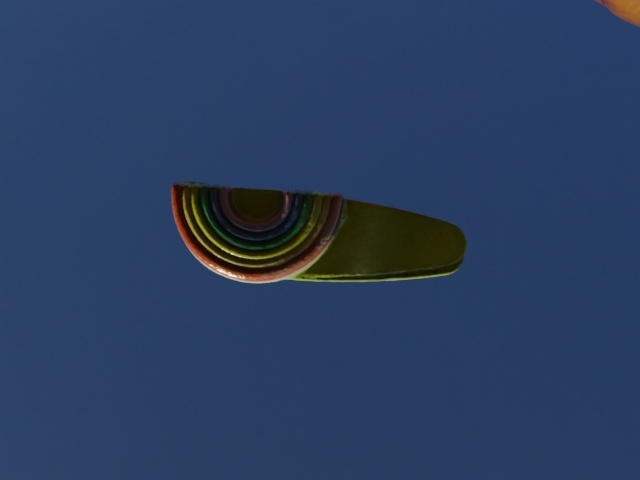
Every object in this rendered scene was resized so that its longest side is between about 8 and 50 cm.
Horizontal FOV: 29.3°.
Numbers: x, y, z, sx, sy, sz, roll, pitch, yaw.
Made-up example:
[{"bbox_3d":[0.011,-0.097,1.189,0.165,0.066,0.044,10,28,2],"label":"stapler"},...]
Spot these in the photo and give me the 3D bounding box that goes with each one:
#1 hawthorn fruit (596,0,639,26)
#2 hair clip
[{"bbox_3d":[0.298,-0.293,0.882,0.277,0.277,0.298,31,-131,26],"label":"hawthorn fruit"},{"bbox_3d":[0.000,0.000,0.759,0.188,0.033,0.060,5,-90,-7],"label":"hair clip"}]
